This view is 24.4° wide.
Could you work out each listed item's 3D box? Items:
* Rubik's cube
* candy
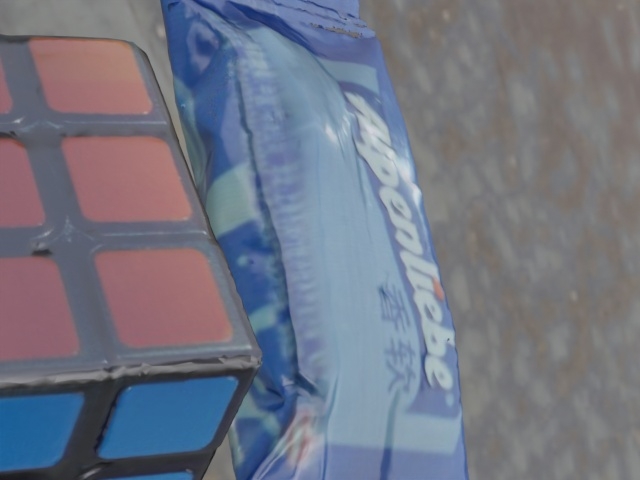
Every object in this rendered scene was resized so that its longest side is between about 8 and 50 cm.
[{"bbox_3d":[-0.135,0.034,0.524,0.160,0.162,0.163,-2,52,-28],"label":"Rubik's cube"},{"bbox_3d":[0.000,0.000,0.761,0.187,0.077,0.331,10,66,-52],"label":"candy"}]
